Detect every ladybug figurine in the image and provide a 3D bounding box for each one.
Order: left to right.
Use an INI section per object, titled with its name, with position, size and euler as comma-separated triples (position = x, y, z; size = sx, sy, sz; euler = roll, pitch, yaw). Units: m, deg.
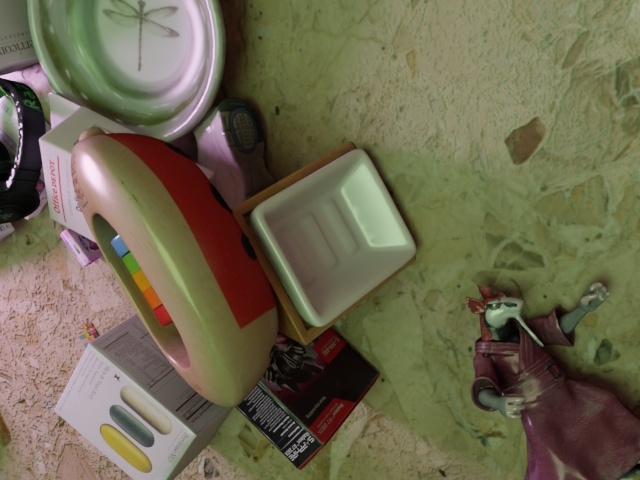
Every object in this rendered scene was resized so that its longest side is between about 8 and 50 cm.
[ladybug figurine]
position = -0.202, 0.024, 1.189
size = 0.449, 0.162, 0.305
euler = 60, 157, -5

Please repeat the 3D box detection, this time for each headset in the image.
[headset]
position = -0.644, -0.114, 1.512
size = 0.243, 0.185, 0.394
euler = 40, 112, 34

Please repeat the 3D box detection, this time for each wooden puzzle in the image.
[wooden puzzle]
position = -0.486, 0.217, 1.744
size = 0.049, 0.006, 0.083
euler = -25, 96, 29

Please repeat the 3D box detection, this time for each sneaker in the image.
[sneaker]
position = -0.147, -0.099, 1.437
size = 0.129, 0.111, 0.297
euler = -2, 104, 43

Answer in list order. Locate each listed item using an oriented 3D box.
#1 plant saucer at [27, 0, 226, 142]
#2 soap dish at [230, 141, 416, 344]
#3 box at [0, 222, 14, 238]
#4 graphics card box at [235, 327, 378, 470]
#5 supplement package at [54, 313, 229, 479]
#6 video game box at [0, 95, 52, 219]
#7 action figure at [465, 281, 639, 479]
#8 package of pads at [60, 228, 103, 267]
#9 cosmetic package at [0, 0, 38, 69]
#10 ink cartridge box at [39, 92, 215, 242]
[plant saucer]
position = -0.316, -0.363, 1.399
size = 0.400, 0.100, 0.400
euler = 11, 116, 23
[soap dish]
position = 0.000, 0.000, 1.296
size = 0.118, 0.291, 0.229
euler = -23, 98, 50
[box]
position = -0.791, -0.110, 1.716
size = 0.232, 0.058, 0.322
euler = -27, 94, 42
[graphics card box]
position = -0.094, 0.186, 1.421
size = 0.371, 0.233, 0.094
euler = 43, 125, 7
[supplement package]
position = -0.328, 0.307, 1.591
size = 0.262, 0.198, 0.199
euler = 38, 119, 8
[video game box]
position = -0.606, -0.177, 1.638
size = 0.205, 0.048, 0.187
euler = 46, 118, 5
[action figure]
position = 0.351, 0.226, 1.298
size = 0.370, 0.248, 0.276
euler = 57, 164, 12
[package of pads]
position = -0.477, 0.008, 1.641
size = 0.032, 0.050, 0.083
euler = -36, 90, 35
[cosmetic package]
position = -0.683, -0.502, 1.430
size = 0.161, 0.230, 0.453
euler = -7, 108, 39
[ink cartridge box]
position = -0.367, -0.092, 1.440
size = 0.353, 0.119, 0.207
euler = 27, 139, 13
